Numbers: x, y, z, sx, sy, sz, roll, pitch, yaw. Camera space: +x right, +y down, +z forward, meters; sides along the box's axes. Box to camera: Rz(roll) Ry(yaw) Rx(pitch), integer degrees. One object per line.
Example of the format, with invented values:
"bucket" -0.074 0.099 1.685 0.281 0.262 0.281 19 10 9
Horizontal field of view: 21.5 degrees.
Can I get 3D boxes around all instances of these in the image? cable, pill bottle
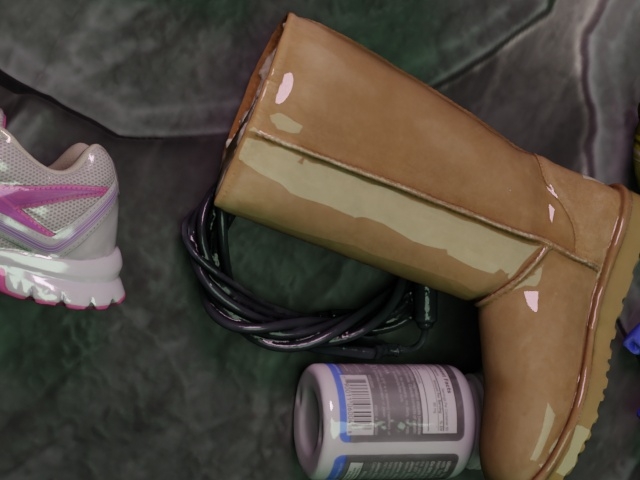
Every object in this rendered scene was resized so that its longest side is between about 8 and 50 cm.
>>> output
"cable" 0.000 0.000 1.105 0.184 0.047 0.150 11 95 -18
"pill bottle" 0.057 0.121 1.126 0.137 0.078 0.078 2 98 -18

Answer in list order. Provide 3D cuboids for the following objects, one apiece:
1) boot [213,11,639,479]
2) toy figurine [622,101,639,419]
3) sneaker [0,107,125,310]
"boot" 0.055 0.016 1.060 0.269 0.089 0.236 24 71 -14
"toy figurine" 0.297 0.098 1.146 0.362 0.191 0.217 43 90 -17
"sneaker" -0.233 -0.030 1.008 0.252 0.103 0.111 9 92 -25
